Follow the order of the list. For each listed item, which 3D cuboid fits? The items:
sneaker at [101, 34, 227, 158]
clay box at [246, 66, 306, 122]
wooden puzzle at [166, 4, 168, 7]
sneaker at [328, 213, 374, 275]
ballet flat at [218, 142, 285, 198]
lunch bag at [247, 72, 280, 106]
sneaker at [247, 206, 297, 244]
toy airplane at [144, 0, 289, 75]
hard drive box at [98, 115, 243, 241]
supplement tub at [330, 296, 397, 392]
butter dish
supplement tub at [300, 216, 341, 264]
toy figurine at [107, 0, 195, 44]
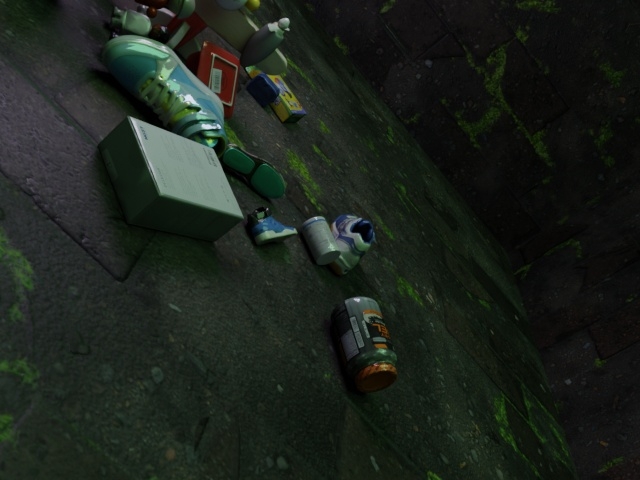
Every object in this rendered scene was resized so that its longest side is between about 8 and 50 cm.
[{"bbox_3d":[-0.306,-0.279,1.372,0.319,0.127,0.208,30,31,-45],"label":"sneaker"},{"bbox_3d":[-0.144,-0.480,2.105,0.222,0.053,0.127,56,21,2],"label":"clay box"},{"bbox_3d":[-0.464,-0.806,1.866,0.322,0.080,0.348,25,36,-60],"label":"wooden puzzle"},{"bbox_3d":[0.098,-0.010,1.796,0.112,0.131,0.296,46,21,-14],"label":"sneaker"},{"bbox_3d":[-0.171,-0.177,1.584,0.221,0.077,0.079,32,11,-43],"label":"ballet flat"},{"bbox_3d":[-0.168,-0.458,2.002,0.098,0.067,0.065,49,22,-15],"label":"lunch bag"},{"bbox_3d":[-0.112,-0.039,1.502,0.152,0.058,0.085,-11,75,-60],"label":"sneaker"},{"bbox_3d":[-0.260,-0.601,1.622,0.385,0.385,0.272,-5,23,-18],"label":"toy airplane"},{"bbox_3d":[-0.273,-0.108,1.231,0.232,0.089,0.181,17,42,-58],"label":"hard drive box"},{"bbox_3d":[0.098,0.229,1.453,0.117,0.117,0.190,32,31,-44],"label":"supplement tub"},{"bbox_3d":[-0.285,-0.390,1.611,0.160,0.118,0.160,8,90,-64],"label":"butter dish"},{"bbox_3d":[0.000,0.000,1.658,0.071,0.071,0.107,17,42,-57],"label":"supplement tub"},{"bbox_3d":[-0.366,-0.492,1.432,0.148,0.210,0.213,14,33,-25],"label":"toy figurine"}]
